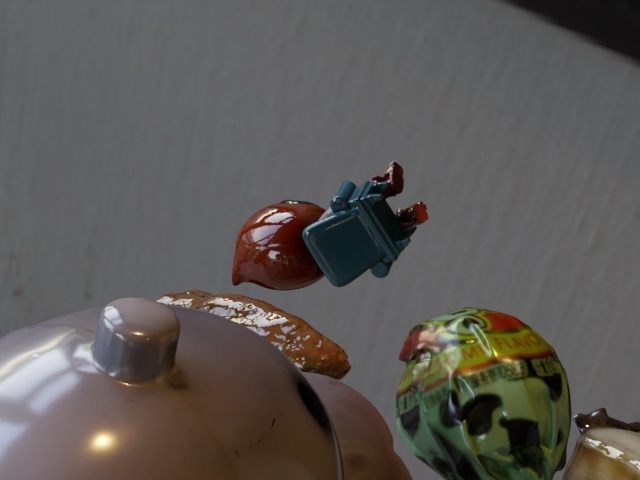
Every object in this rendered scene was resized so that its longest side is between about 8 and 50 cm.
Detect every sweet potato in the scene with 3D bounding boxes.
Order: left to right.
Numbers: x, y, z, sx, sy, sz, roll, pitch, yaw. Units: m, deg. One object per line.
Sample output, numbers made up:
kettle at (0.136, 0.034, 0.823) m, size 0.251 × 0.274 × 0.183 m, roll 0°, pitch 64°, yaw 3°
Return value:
sweet potato at (-0.071, 0.089, 1.564) m, size 0.097 × 0.097 × 0.252 m, roll -27°, pitch 20°, yaw -36°

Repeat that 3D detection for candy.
candy at (0.114, 0.175, 0.880) m, size 0.083 × 0.091 × 0.305 m, roll -20°, pitch 79°, yaw -7°

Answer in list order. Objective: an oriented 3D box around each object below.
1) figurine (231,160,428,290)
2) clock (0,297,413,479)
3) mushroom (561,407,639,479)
figurine at (0.000, 0.000, 1.306) m, size 0.140 × 0.068 × 0.075 m, roll -21°, pitch 19°, yaw 27°
clock at (-0.062, 0.122, 0.477) m, size 0.189 × 0.254 × 0.189 m, roll 14°, pitch 22°, yaw -6°
mushroom at (0.362, 0.329, 1.436) m, size 0.224 × 0.313 × 0.397 m, roll 9°, pitch 4°, yaw -35°
